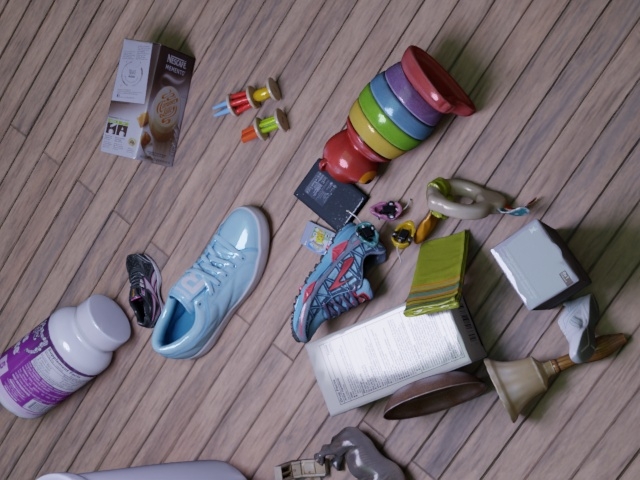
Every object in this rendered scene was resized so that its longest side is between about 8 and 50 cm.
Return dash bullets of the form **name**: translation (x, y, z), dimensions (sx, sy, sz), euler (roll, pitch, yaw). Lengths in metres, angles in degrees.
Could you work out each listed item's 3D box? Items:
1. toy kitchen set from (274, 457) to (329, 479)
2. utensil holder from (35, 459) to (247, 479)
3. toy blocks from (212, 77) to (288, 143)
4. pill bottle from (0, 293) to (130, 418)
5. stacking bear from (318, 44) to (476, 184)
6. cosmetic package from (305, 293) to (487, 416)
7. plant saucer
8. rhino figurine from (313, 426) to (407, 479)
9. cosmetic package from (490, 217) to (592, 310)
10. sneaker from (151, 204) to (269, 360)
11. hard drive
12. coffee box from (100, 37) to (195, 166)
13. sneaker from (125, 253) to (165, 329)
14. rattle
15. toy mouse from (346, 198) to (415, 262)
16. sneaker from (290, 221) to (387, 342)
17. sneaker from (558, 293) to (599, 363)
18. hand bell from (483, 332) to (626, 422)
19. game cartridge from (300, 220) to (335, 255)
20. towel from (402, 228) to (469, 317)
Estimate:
- **toy kitchen set**: translation (-0.034, 0.473, 1.864), dimensions (0.083, 0.075, 0.068), euler (-11, 84, 27)
- **utensil holder**: translation (-0.337, 0.587, 1.786), dimensions (0.327, 0.385, 0.328), euler (-4, 84, 42)
- **toy blocks**: translation (-0.151, -0.260, 1.969), dimensions (0.148, 0.054, 0.123), euler (-18, 80, 22)
- **pill bottle**: translation (-0.566, 0.249, 2.063), dimensions (0.301, 0.169, 0.169), euler (-36, 74, 18)
- **stacking bear**: translation (0.122, -0.217, 1.796), dimensions (0.289, 0.175, 0.164), euler (-42, 74, 24)
- **cosmetic package**: translation (0.142, 0.207, 1.772), dimensions (0.296, 0.129, 0.153), euler (-23, 79, 21)
- **plant saucer**: translation (0.203, 0.278, 1.707), dimensions (0.198, 0.198, 0.036), euler (-26, 66, 21)
- **rhino figurine**: translation (0.107, 0.458, 1.805), dimensions (0.243, 0.073, 0.106), euler (42, 106, 19)
- **cosmetic package**: translation (0.382, 0.046, 1.613), dimensions (0.107, 0.238, 0.127), euler (-36, 73, 18)
- **sneaker**: translation (-0.228, 0.093, 1.932), dimensions (0.135, 0.150, 0.366), euler (29, 99, 22)
- **hard drive**: translation (0.021, -0.089, 1.900), dimensions (0.135, 0.022, 0.094), euler (41, 103, 21)
- **coffee box**: translation (-0.370, -0.294, 2.022), dimensions (0.098, 0.141, 0.247), euler (14, 93, 24)
- **sneaker**: translation (-0.386, 0.108, 2.041), dimensions (0.072, 0.077, 0.178), euler (-28, 76, 19)
- **rattle**: translation (0.287, -0.034, 1.755), dimensions (0.199, 0.130, 0.143), euler (10, 103, -2)
- **toy mouse**: translation (0.115, -0.028, 1.809), dimensions (0.143, 0.031, 0.161), euler (16, 54, 16)
- **sneaker**: translation (0.039, 0.091, 1.807), dimensions (0.125, 0.104, 0.262), euler (27, 77, 17)
- **sneaker**: translation (0.449, 0.158, 1.648), dimensions (0.061, 0.152, 0.054), euler (-14, 123, 33)
- **hand bell**: translation (0.426, 0.219, 1.672), dimensions (0.242, 0.126, 0.126), euler (-26, 77, 9)
- **game cartridge**: translation (0.000, 0.000, 1.909), dimensions (0.083, 0.017, 0.056), euler (25, 101, 23)
- **towel**: translation (0.213, 0.056, 1.708), dimensions (0.102, 0.237, 0.021), euler (-14, 118, 22)
